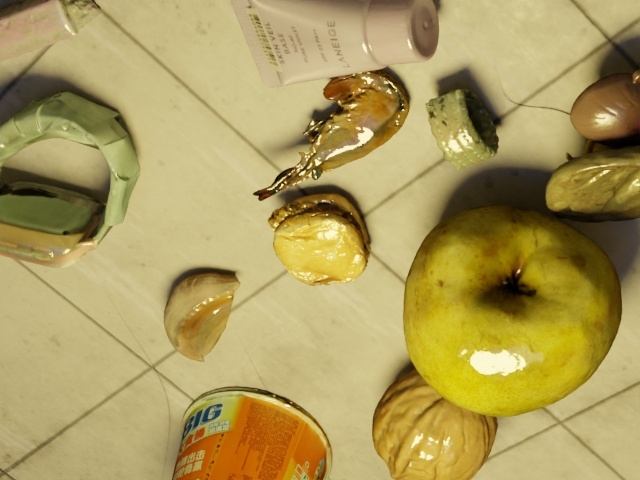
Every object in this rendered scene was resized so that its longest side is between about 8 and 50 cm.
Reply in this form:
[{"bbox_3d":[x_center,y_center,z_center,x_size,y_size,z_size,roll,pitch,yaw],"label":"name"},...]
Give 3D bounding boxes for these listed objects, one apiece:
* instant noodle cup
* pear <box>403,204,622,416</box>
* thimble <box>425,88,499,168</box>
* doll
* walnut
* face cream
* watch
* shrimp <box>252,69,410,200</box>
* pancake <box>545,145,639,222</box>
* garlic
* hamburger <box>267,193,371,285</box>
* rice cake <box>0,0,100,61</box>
[{"bbox_3d":[-0.139,0.432,2.091,0.296,0.214,0.296,8,129,10],"label":"instant noodle cup"},{"bbox_3d":[0.259,0.108,1.677,0.304,0.304,0.304,8,129,10],"label":"pear"},{"bbox_3d":[0.189,-0.153,1.615,0.062,0.084,0.110,-22,121,30],"label":"thimble"},{"bbox_3d":[0.377,-0.155,1.553,0.145,0.096,0.188,12,145,-29],"label":"doll"},{"bbox_3d":[0.179,0.304,1.920,0.213,0.213,0.213,8,129,10],"label":"walnut"},{"bbox_3d":[0.015,-0.273,1.578,0.274,0.096,0.154,1,132,32],"label":"face cream"},{"bbox_3d":[-0.400,-0.099,1.790,0.253,0.162,0.241,12,123,5],"label":"watch"},{"bbox_3d":[0.003,-0.153,1.686,0.262,0.066,0.117,-27,102,16],"label":"shrimp"},{"bbox_3d":[0.411,-0.075,1.590,0.242,0.050,0.242,-1,159,0],"label":"pancake"},{"bbox_3d":[-0.204,0.125,1.952,0.101,0.087,0.195,14,129,-12],"label":"garlic"},{"bbox_3d":[0.000,0.000,1.795,0.138,0.083,0.147,-12,125,20],"label":"hamburger"},{"bbox_3d":[-0.480,-0.285,1.720,0.365,0.056,0.072,-11,126,24],"label":"rice cake"}]
